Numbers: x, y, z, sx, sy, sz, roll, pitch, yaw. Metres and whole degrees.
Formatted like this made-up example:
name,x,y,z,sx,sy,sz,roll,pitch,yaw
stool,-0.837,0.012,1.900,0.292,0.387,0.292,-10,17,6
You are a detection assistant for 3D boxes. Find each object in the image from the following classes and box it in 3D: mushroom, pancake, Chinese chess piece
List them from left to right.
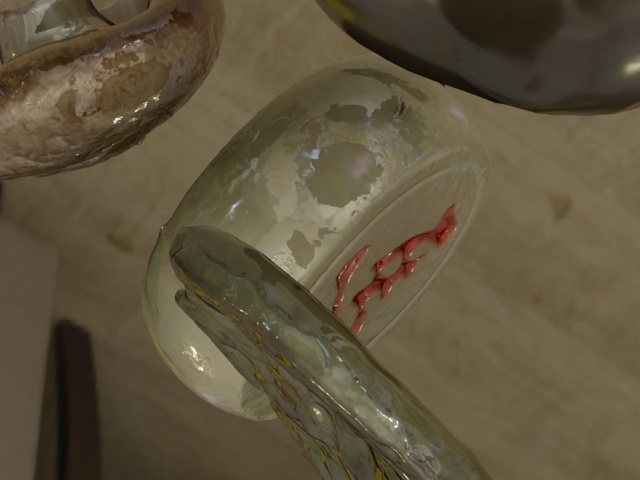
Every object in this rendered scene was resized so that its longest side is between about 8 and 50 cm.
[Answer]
name,x,y,z,sx,sy,sz,roll,pitch,yaw
mushroom,-0.197,-0.135,1.364,0.278,0.278,0.146,-20,113,11
Chinese chess piece,0.000,0.000,1.196,0.102,0.273,0.273,41,125,19
pancake,0.011,0.078,0.762,0.042,0.222,0.236,-43,152,-13

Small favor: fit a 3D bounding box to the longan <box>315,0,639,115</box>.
name,x,y,z,sx,sy,sz,roll,pitch,yaw
longan,0.117,-0.206,0.823,0.297,0.297,0.297,-2,127,-2
